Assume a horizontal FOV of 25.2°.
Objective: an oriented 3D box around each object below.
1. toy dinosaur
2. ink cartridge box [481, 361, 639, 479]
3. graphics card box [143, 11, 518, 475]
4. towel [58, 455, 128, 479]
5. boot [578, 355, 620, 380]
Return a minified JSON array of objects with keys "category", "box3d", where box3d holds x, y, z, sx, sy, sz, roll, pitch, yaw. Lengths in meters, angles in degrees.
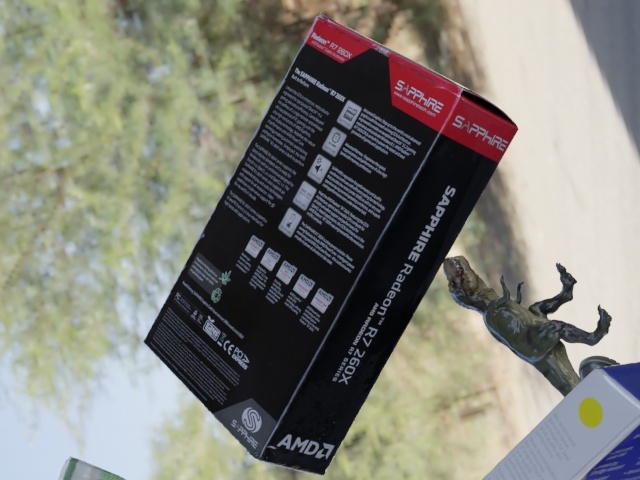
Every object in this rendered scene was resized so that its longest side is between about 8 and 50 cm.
[{"category":"toy dinosaur","box3d":[0.255,0.098,1.589,0.268,0.118,0.064,49,-175,21]},{"category":"ink cartridge box","box3d":[0.281,0.153,1.169,0.303,0.307,0.072,0,-132,-45]},{"category":"graphics card box","box3d":[0.000,0.000,1.322,0.094,0.371,0.233,23,-171,-42]},{"category":"towel","box3d":[-0.237,0.322,1.613,0.023,0.152,0.113,-35,33,65]},{"category":"boot","box3d":[0.424,0.289,2.047,0.190,0.076,0.208,48,-143,-14]}]
